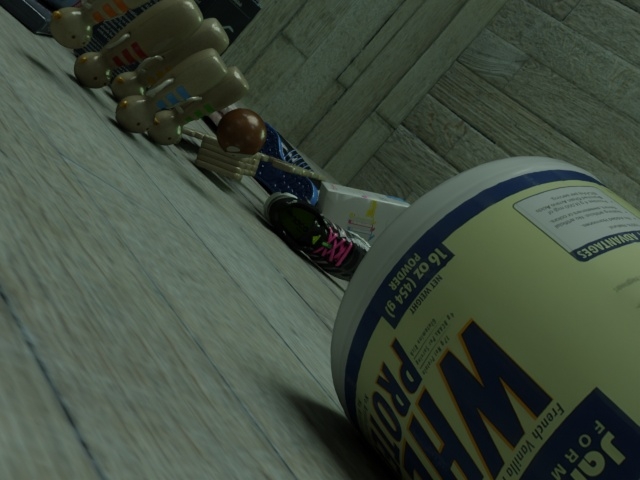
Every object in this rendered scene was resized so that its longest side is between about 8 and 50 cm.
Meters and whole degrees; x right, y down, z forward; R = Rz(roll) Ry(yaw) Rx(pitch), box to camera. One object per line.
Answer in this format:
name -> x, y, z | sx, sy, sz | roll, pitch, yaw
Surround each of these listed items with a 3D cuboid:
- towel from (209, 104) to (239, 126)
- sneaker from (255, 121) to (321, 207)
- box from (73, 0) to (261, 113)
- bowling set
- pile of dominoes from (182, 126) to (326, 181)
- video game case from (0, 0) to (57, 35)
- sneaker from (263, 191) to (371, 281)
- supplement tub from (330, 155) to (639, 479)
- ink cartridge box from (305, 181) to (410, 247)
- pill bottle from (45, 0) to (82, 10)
towel -> -0.122, -0.189, 2.075 | 0.332, 0.053, 0.317 | 38, 5, -36
sneaker -> -0.055, -0.104, 1.736 | 0.090, 0.081, 0.232 | 40, 11, -49
box -> -0.194, -0.277, 1.379 | 0.108, 0.207, 0.153 | 42, 5, 9
bowling set -> -0.166, -0.155, 1.133 | 0.200, 0.154, 0.287 | 61, 8, 12
pile of dominoes -> -0.108, -0.104, 1.401 | 0.196, 0.040, 0.251 | 20, 4, 10
video game case -> -0.397, -0.327, 1.331 | 0.196, 0.026, 0.274 | 41, 4, -8
sneaker -> 0.000, 0.000, 1.317 | 0.170, 0.063, 0.075 | 36, 5, 0
supplement tub -> 0.179, 0.120, 0.626 | 0.235, 0.235, 0.325 | 36, 7, -47
ink cartridge box -> 0.046, -0.025, 1.496 | 0.143, 0.090, 0.092 | 12, 8, -7
pill bottle -> -0.340, -0.349, 1.305 | 0.087, 0.087, 0.160 | 45, 7, 40
